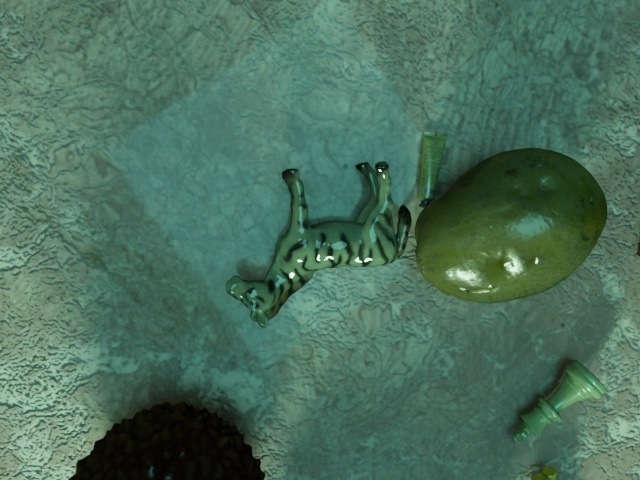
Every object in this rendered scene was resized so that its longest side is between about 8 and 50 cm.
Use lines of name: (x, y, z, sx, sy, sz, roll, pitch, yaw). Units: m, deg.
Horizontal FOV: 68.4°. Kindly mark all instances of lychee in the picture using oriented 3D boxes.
lychee: (-0.186, 0.343, 0.553, 0.267, 0.267, 0.268, -1, 98, -5)

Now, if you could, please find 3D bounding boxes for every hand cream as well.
hand cream: (0.150, -0.095, 0.642, 0.035, 0.022, 0.102, 8, 91, -6)

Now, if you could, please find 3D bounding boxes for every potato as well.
potato: (0.232, -0.014, 0.596, 0.235, 0.160, 0.178, -20, 79, 7)

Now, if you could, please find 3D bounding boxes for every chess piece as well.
chess piece: (0.337, 0.243, 0.690, 0.149, 0.059, 0.059, -43, 99, 8)

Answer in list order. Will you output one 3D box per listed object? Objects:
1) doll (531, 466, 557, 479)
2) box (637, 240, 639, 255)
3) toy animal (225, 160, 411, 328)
doll: (0.350, 0.414, 0.709, 0.098, 0.057, 0.143, -20, 101, -23)
box: (0.675, 0.031, 0.541, 0.384, 0.344, 0.122, 12, 98, -7)
toy animal: (-0.010, -0.015, 0.609, 0.254, 0.090, 0.170, -24, 103, 1)
